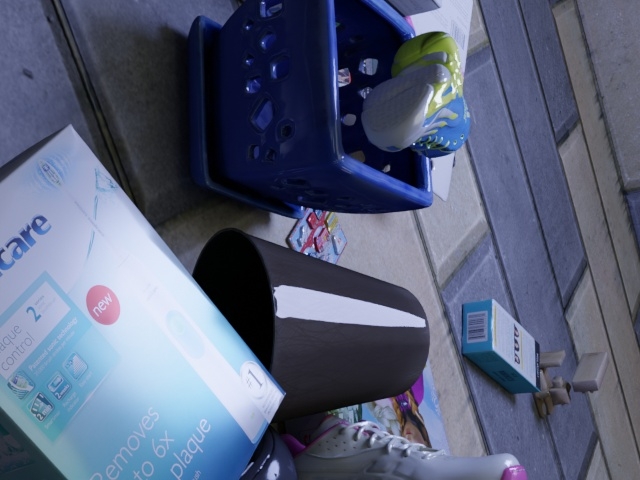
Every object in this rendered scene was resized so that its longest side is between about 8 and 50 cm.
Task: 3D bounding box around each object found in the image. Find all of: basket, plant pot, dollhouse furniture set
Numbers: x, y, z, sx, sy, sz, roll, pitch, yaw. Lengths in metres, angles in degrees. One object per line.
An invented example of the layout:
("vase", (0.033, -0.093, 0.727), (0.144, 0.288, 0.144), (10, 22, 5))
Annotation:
("basket", (-0.007, 0.099, 0.984), (0.227, 0.154, 0.204), (8, 69, -40))
("plant pot", (-0.020, -0.148, 1.056), (0.236, 0.212, 0.235), (18, 65, -57))
("dollhouse furniture set", (0.518, 0.309, 1.905), (0.144, 0.151, 0.123), (-42, 117, -55))

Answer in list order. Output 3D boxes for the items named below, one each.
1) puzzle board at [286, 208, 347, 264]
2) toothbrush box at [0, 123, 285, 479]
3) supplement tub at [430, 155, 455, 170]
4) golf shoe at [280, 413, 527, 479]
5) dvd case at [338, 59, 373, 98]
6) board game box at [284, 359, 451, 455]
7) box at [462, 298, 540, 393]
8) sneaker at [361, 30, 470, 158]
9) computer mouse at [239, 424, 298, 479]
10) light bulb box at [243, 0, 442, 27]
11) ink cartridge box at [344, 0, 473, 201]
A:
("puzzle board", (0.000, 0.000, 1.245), (0.096, 0.011, 0.128), (63, 33, -26))
("toothbrush box", (-0.190, 0.097, 0.711), (0.295, 0.126, 0.216), (54, 36, -17))
("supplement tub", (0.185, -0.214, 1.551), (0.106, 0.106, 0.197), (31, 54, -53))
("golf shoe", (0.057, 0.241, 0.967), (0.115, 0.306, 0.140), (22, 55, -61))
("dvd case", (0.017, -0.229, 1.281), (0.120, 0.013, 0.087), (6, 70, -21))
("board game box", (0.072, 0.261, 1.197), (0.319, 0.066, 0.317), (3, 72, -60))
("box", (0.337, 0.199, 1.715), (0.244, 0.060, 0.100), (40, 47, -48))
("sneaker", (0.117, -0.128, 0.980), (0.126, 0.091, 0.240), (65, 31, -25))
("computer mouse", (-0.065, 0.307, 0.880), (0.262, 0.060, 0.184), (-48, 125, -52))
("light bulb box", (-0.019, -0.492, 1.142), (0.358, 0.225, 0.360), (22, 65, -57))
("ink cartridge box", (0.123, -0.250, 1.410), (0.207, 0.119, 0.353), (30, 64, -53))
